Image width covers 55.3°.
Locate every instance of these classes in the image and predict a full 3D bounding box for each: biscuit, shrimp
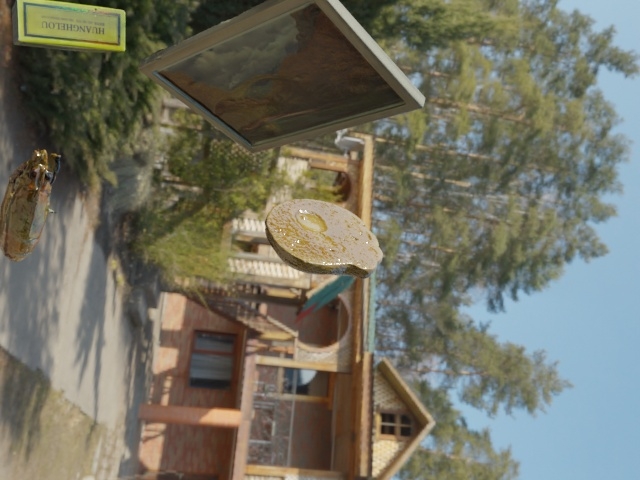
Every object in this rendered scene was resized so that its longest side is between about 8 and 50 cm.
[{"bbox_3d":[0.000,0.000,1.068,0.181,0.208,0.049,-113,-145,-44],"label":"biscuit"},{"bbox_3d":[-0.464,-0.065,0.966,0.248,0.068,0.150,-37,-116,40],"label":"shrimp"}]

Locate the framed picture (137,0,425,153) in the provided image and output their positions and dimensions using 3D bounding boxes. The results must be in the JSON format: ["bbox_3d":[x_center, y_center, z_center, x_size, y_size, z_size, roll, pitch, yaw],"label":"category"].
[{"bbox_3d":[-0.044,-0.162,0.631,0.249,0.184,0.016,-7,-118,37],"label":"framed picture"}]

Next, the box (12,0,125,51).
[{"bbox_3d":[-0.386,-0.320,0.923,0.220,0.140,0.064,27,-63,60],"label":"box"}]
